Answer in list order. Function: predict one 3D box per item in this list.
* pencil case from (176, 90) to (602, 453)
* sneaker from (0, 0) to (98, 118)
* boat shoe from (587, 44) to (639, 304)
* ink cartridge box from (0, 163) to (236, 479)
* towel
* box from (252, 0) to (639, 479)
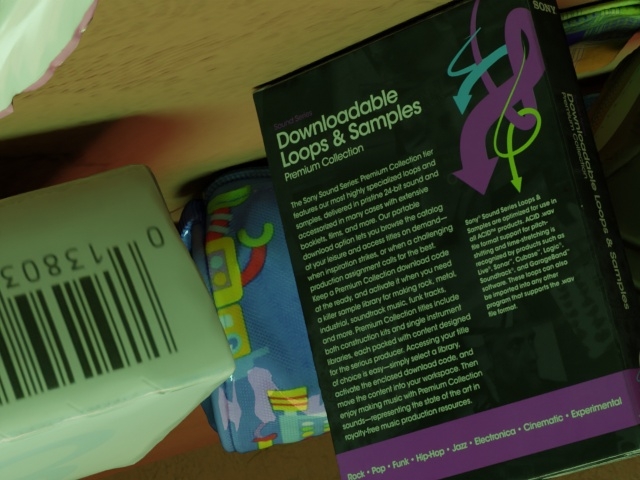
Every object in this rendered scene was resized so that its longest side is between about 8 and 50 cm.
[{"bbox_3d":[0.084,0.001,0.854,0.306,0.133,0.119,-14,-165,-4],"label":"pencil case"},{"bbox_3d":[-0.062,-0.073,0.312,0.178,0.072,0.077,-30,154,30],"label":"sneaker"},{"bbox_3d":[0.110,-0.012,0.731,0.072,0.068,0.190,-20,-152,56],"label":"boat shoe"},{"bbox_3d":[-0.236,0.114,0.759,0.308,0.091,0.385,-17,165,-26],"label":"ink cartridge box"},{"bbox_3d":[0.097,-0.075,0.747,0.060,0.009,0.083,-13,172,-11],"label":"towel"},{"bbox_3d":[0.045,0.006,0.658,0.116,0.162,0.029,-20,169,32],"label":"box"}]
